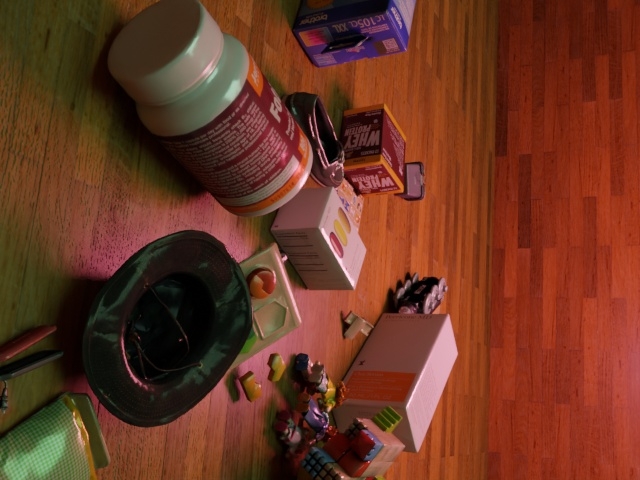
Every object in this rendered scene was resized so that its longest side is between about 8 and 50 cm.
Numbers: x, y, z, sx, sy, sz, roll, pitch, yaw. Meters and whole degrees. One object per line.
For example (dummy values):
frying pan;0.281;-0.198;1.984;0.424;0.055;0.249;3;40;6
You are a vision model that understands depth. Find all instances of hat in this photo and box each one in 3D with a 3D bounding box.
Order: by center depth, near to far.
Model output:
hat;-0.276;0.138;1.195;0.331;0.134;0.331;-8;102;-45

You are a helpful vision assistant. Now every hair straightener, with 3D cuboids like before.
hair straightener;-0.442;0.201;0.958;0.230;0.047;0.089;-39;122;-57

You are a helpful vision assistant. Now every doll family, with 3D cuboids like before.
doll family;-0.005;0.411;1.721;0.163;0.119;0.262;61;37;-42

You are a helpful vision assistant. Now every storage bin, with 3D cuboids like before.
storage bin;0.302;-0.203;2.404;0.091;0.098;0.135;-2;90;-53

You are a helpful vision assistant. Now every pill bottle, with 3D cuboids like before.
pill bottle;-0.190;-0.233;1.289;0.392;0.224;0.224;51;45;-50

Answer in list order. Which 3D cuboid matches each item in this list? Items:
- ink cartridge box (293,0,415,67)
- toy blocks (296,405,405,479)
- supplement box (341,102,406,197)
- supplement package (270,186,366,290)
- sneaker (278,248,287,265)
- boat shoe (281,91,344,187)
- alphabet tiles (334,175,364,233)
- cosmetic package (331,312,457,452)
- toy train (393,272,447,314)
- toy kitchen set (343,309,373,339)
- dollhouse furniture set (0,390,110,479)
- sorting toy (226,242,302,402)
ink cartridge box;0.100;-0.612;1.832;0.151;0.270;0.395;47;47;-49
toy blocks;0.034;0.555;1.645;0.381;0.191;0.261;-52;149;3
supplement box;0.155;-0.258;2.055;0.191;0.129;0.194;44;46;-54
supplement package;0.000;0.000;1.742;0.244;0.134;0.139;59;38;-43
sneaker;-0.112;0.093;1.578;0.188;0.078;0.067;-62;141;-45
boat shoe;0.006;-0.247;1.814;0.335;0.096;0.112;55;41;-46
alphabet tiles;0.078;-0.118;2.042;0.198;0.009;0.237;46;48;-53
cosmetic package;0.228;0.397;2.058;0.453;0.230;0.161;-50;130;-54
toy train;0.333;0.232;2.395;0.334;0.142;0.190;-31;128;-62
toy kitchen set;0.093;0.243;2.031;0.083;0.075;0.068;37;91;-18
dollhouse furniture set;-0.342;0.392;1.027;0.197;0.151;0.301;-40;123;-57
sorting toy;-0.132;0.184;1.479;0.229;0.041;0.307;-33;121;-27
